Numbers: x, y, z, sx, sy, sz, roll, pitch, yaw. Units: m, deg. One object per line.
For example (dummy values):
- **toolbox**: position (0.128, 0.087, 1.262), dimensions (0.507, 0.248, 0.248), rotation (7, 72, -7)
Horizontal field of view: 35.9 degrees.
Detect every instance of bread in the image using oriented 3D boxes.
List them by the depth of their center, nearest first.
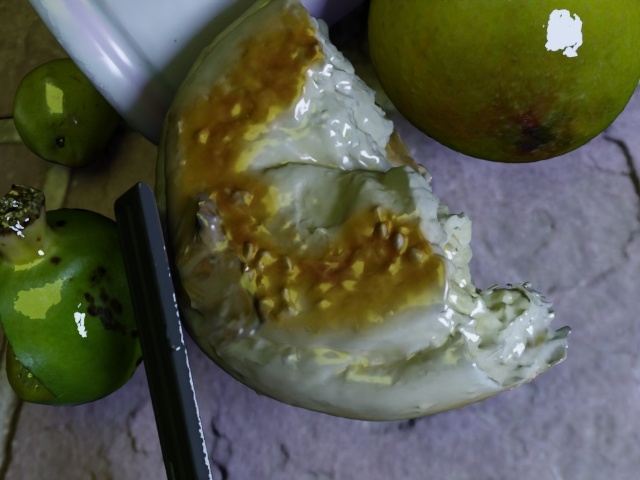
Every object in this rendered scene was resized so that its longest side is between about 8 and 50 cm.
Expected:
- **bread**: position (-0.002, 0.005, 0.642), dimensions (0.192, 0.171, 0.314), rotation (-38, 61, 7)

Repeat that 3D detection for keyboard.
- **keyboard**: position (-0.087, 0.156, 0.618), dimensions (0.041, 0.103, 0.381), rotation (-4, 87, -21)

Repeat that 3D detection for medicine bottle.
- **medicine bottle**: position (-0.057, -0.239, 0.754), dimensions (0.316, 0.202, 0.202), rotation (-36, 60, 2)

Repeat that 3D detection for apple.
- **apple**: position (0.126, -0.153, 0.664), dimensions (0.196, 0.157, 0.196), rotation (1, 58, -1)

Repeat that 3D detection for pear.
- **pear**: position (-0.210, -0.107, 0.821), dimensions (0.092, 0.092, 0.097), rotation (-33, 60, 5)

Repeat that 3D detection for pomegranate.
- **pomegranate**: position (-0.171, 0.037, 0.703), dimensions (0.122, 0.169, 0.143), rotation (7, 39, -2)
